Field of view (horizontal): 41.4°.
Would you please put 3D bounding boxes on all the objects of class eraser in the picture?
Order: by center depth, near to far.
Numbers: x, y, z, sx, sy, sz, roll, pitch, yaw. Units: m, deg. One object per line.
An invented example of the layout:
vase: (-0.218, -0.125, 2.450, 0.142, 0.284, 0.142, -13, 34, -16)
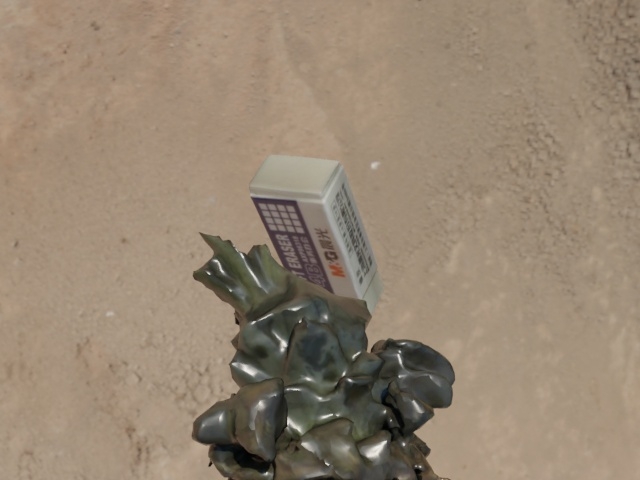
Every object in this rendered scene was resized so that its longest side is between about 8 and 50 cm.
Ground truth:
eraser: (0.000, 0.000, 1.266, 0.081, 0.124, 0.279, -62, 146, -34)

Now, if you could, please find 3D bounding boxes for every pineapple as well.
pineapple: (0.011, 0.166, 0.460, 0.223, 0.223, 0.357, -2, 81, -40)
